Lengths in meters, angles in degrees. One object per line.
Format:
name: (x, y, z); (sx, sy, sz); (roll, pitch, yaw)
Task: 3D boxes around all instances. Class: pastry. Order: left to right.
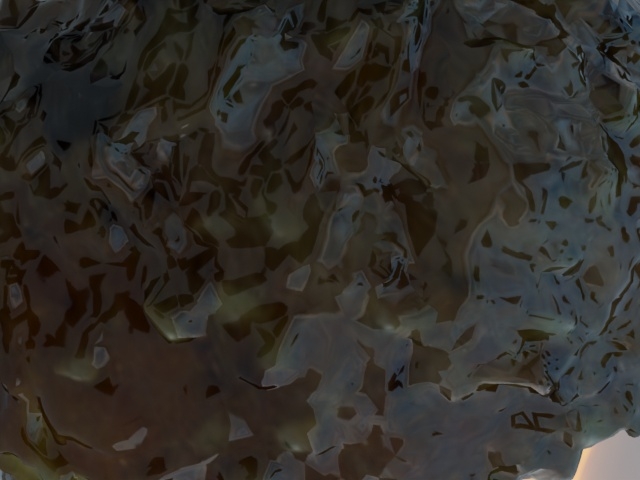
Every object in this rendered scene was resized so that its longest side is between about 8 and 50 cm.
pastry: (-0.017, -0.004, 0.631); (0.405, 0.337, 0.292); (-43, 180, 18)
